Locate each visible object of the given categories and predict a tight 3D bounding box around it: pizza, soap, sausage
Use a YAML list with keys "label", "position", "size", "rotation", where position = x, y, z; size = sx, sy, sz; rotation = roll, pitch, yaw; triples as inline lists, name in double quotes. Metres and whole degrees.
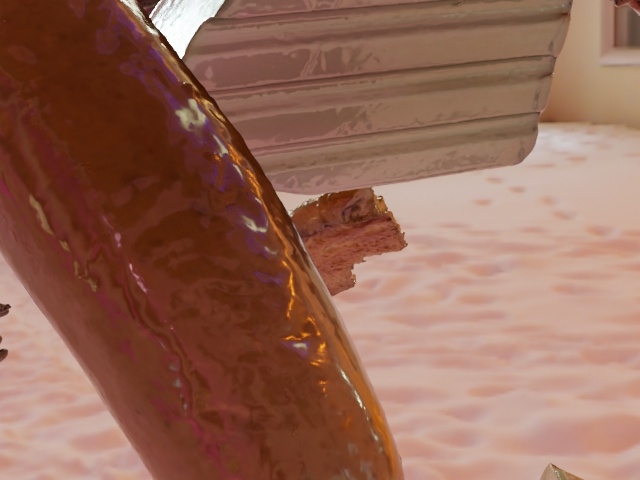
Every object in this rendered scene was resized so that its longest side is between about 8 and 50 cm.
- label: "pizza"
  position: [0.000, 0.000, 1.202]
  size: [0.161, 0.085, 0.305]
  rotation: [3, -25, -26]
- label: "soap"
  position: [0.022, -0.147, 0.787]
  size: [0.347, 0.208, 0.115]
  rotation: [-10, 41, -21]
- label: "sausage"
  position: [-0.119, -0.049, 0.465]
  size: [0.136, 0.501, 0.123]
  rotation: [-45, -15, 20]

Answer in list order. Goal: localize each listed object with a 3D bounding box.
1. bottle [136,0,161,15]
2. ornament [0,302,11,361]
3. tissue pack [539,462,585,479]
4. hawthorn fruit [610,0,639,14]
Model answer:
- label: "bottle"
  position: [-0.174, -0.279, 1.152]
  size: [0.244, 0.072, 0.082]
  rotation: [-18, -25, 11]
- label: "ornament"
  position: [-0.515, 0.120, 1.326]
  size: [0.202, 0.080, 0.236]
  rotation: [-20, -25, -32]
- label: "tissue pack"
  position: [0.388, 0.447, 1.275]
  size: [0.275, 0.200, 0.167]
  rotation: [25, 4, 3]
- label: "hawthorn fruit"
  position: [0.449, -0.331, 1.088]
  size: [0.307, 0.265, 0.265]
  rotation: [-23, 13, -2]
